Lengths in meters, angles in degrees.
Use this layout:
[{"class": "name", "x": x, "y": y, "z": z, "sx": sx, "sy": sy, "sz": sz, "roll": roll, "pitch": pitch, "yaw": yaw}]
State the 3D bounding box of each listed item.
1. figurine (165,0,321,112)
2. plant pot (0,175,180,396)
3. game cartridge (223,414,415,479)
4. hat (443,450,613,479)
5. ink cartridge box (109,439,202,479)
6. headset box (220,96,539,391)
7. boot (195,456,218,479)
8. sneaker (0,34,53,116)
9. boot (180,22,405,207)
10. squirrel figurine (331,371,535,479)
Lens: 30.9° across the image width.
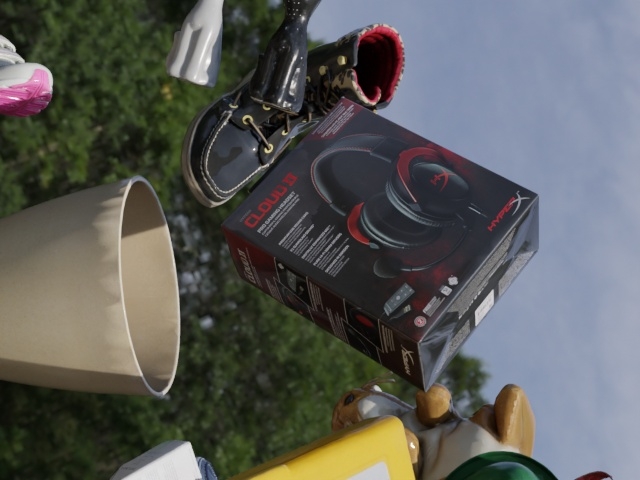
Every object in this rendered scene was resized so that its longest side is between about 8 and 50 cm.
[{"class": "figurine", "x": -0.104, "y": -0.309, "z": 1.641, "sx": 0.092, "sy": 0.215, "sz": 0.209, "roll": 0, "pitch": 107, "yaw": -77}, {"class": "plant pot", "x": -0.329, "y": 0.067, "z": 1.353, "sx": 0.256, "sy": 0.274, "sz": 0.256, "roll": -7, "pitch": 90, "yaw": -85}, {"class": "game cartridge", "x": 0.002, "y": 0.338, "z": 1.075, "sx": 0.053, "sy": 0.324, "sz": 0.285, "roll": -13, "pitch": -90, "yaw": 36}, {"class": "hat", "x": 0.221, "y": 0.306, "z": 1.415, "sx": 0.173, "sy": 0.209, "sz": 0.183, "roll": 56, "pitch": -5, "yaw": 32}, {"class": "ink cartridge box", "x": -0.229, "y": 0.377, "z": 1.454, "sx": 0.056, "sy": 0.225, "sz": 0.180, "roll": -10, "pitch": -80, "yaw": 44}, {"class": "headset box", "x": 0.054, "y": -0.009, "z": 1.248, "sx": 0.293, "sy": 0.218, "sz": 0.110, "roll": 31, "pitch": -25, "yaw": 27}, {"class": "boot", "x": -0.121, "y": 0.388, "z": 1.633, "sx": 0.069, "sy": 0.086, "sz": 0.189, "roll": -49, "pitch": 122, "yaw": -76}, {"class": "sneaker", "x": -0.440, "y": -0.224, "z": 1.501, "sx": 0.252, "sy": 0.103, "sz": 0.111, "roll": 6, "pitch": -94, "yaw": 37}, {"class": "boot", "x": -0.040, "y": -0.212, "z": 1.872, "sx": 0.284, "sy": 0.377, "sz": 0.138, "roll": -15, "pitch": -65, "yaw": 38}, {"class": "squirrel figurine", "x": 0.207, "y": 0.416, "z": 2.196, "sx": 0.371, "sy": 0.281, "sz": 0.397, "roll": 11, "pitch": -25, "yaw": 32}]
